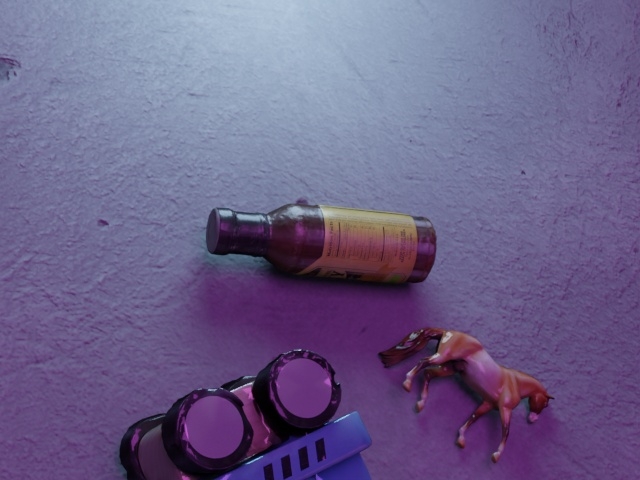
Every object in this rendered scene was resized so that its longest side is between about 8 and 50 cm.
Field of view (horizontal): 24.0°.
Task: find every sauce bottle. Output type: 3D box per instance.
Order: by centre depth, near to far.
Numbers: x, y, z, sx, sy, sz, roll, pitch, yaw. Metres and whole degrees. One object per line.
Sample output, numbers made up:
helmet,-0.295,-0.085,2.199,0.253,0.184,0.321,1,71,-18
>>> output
sauce bottle,0.000,0.000,2.270,0.344,0.111,0.111,6,59,-19

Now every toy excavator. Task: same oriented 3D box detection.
toy excavator,0.005,0.372,2.013,0.433,0.222,0.445,-21,84,-32

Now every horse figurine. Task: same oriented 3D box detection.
horse figurine,0.221,0.212,2.264,0.263,0.066,0.174,38,59,-1
